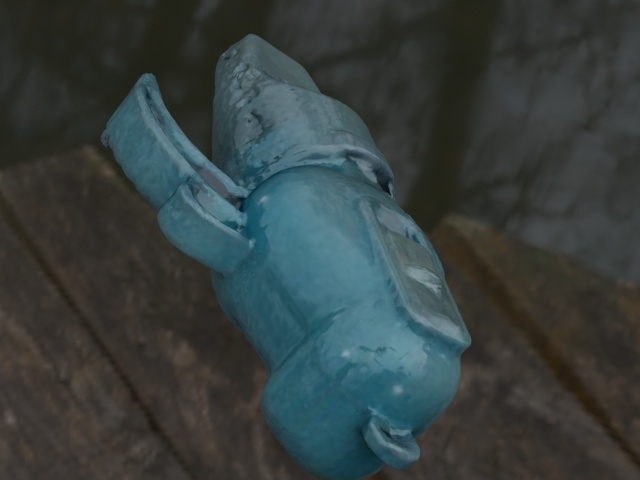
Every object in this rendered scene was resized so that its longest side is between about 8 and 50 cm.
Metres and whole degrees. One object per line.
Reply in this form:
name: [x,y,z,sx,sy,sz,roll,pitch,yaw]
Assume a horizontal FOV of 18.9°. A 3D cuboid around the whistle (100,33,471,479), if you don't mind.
whistle: [0.000,0.000,0.861,0.186,0.093,0.274,28,27,-34]
